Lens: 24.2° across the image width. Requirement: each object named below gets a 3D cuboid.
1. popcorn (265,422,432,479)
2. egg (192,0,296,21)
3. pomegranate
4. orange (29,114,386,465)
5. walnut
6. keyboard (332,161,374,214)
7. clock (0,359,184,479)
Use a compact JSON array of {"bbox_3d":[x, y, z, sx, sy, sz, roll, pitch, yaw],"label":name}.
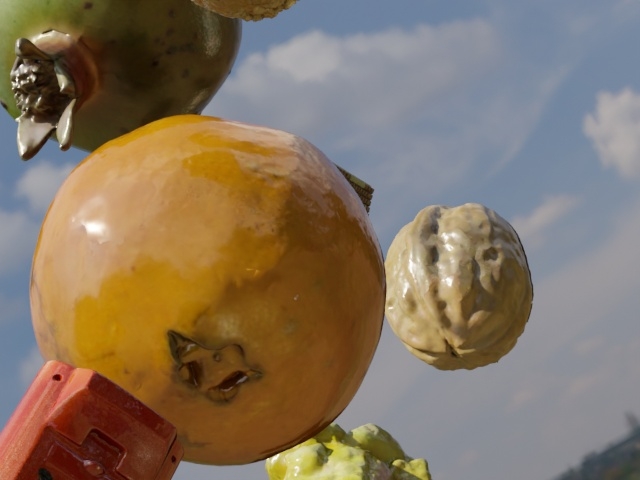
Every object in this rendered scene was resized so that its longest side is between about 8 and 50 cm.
[{"bbox_3d":[0.037,0.326,1.694,0.212,0.259,0.259,7,-21,-7],"label":"popcorn"},{"bbox_3d":[-0.072,-0.231,1.149,0.118,0.116,0.140,-36,-58,17],"label":"egg"},{"bbox_3d":[-0.243,-0.205,1.526,0.323,0.291,0.291,-40,-5,-36],"label":"pomegranate"},{"bbox_3d":[-0.095,0.041,1.289,0.312,0.312,0.312,-26,-14,-7],"label":"orange"},{"bbox_3d":[0.172,0.056,1.898,0.198,0.245,0.198,2,-41,2],"label":"walnut"},{"bbox_3d":[0.018,-0.050,1.577,0.017,0.055,0.166,15,-5,25],"label":"keyboard"},{"bbox_3d":[-0.158,0.162,0.934,0.061,0.113,0.155,-37,21,49],"label":"clock"}]
